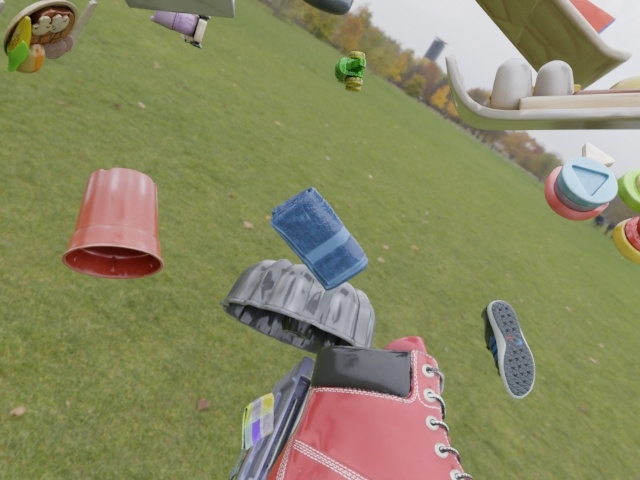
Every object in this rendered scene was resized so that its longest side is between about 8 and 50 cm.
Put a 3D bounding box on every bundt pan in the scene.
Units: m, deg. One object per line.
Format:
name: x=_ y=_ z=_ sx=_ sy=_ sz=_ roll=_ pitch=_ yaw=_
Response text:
bundt pan: x=-0.032 y=0.139 z=1.039 sx=0.331 sy=0.124 sz=0.330 roll=18 pitch=-20 yaw=7

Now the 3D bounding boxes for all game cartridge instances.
game cartridge: x=-0.121 y=0.449 z=1.115 sx=0.068 sy=0.230 sz=0.355 roll=33 pitch=48 yaw=-9

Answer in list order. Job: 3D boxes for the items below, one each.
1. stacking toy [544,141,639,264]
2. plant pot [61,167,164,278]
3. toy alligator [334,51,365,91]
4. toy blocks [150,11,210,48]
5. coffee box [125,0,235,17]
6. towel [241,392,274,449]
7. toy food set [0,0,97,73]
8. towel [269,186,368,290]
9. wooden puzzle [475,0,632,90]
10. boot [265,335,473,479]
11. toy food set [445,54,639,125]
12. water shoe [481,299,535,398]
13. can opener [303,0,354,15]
stacking toy: x=0.718 y=-0.128 z=1.178 sx=0.309 sy=0.130 sz=0.279 roll=33 pitch=62 yaw=12
plant pot: x=-0.596 y=-0.053 z=1.486 sx=0.273 sy=0.273 sz=0.264 roll=17 pitch=59 yaw=-39
toy alligator: x=0.051 y=-0.307 z=0.931 sx=0.052 sy=0.056 sz=0.189 roll=6 pitch=5 yaw=0
toy blocks: x=-0.320 y=-0.581 z=0.980 sx=0.260 sy=0.308 sz=0.288 roll=15 pitch=17 yaw=-22
coffee box: x=-0.166 y=-0.416 z=0.607 sx=0.141 sy=0.246 sz=0.098 roll=5 pitch=-1 yaw=-4
towel: x=-0.084 y=0.246 z=0.687 sx=0.010 sy=0.060 sz=0.083 roll=1 pitch=-4 yaw=20
toy food set: x=-0.410 y=-0.302 z=0.749 sx=0.038 sy=0.132 sz=0.192 roll=49 pitch=32 yaw=-6
towel: x=0.000 y=0.000 z=0.582 sx=0.119 sy=0.067 sz=0.029 roll=52 pitch=15 yaw=-20
wooden puzzle: x=0.381 y=-0.417 z=0.892 sx=0.348 sy=0.080 sz=0.322 roll=47 pitch=14 yaw=5
boot: x=0.093 y=0.159 z=0.324 sx=0.245 sy=0.088 sz=0.176 roll=18 pitch=61 yaw=12
toy food set: x=0.280 y=-0.159 z=0.492 sx=0.307 sy=0.092 sz=0.220 roll=3 pitch=10 yaw=14
water shoe: x=0.393 y=0.230 z=1.059 sx=0.073 sy=0.080 sz=0.202 roll=-2 pitch=69 yaw=-6
can opener: x=-0.053 y=-0.347 z=0.500 sx=0.284 sy=0.095 sz=0.076 roll=30 pitch=-17 yaw=-36
